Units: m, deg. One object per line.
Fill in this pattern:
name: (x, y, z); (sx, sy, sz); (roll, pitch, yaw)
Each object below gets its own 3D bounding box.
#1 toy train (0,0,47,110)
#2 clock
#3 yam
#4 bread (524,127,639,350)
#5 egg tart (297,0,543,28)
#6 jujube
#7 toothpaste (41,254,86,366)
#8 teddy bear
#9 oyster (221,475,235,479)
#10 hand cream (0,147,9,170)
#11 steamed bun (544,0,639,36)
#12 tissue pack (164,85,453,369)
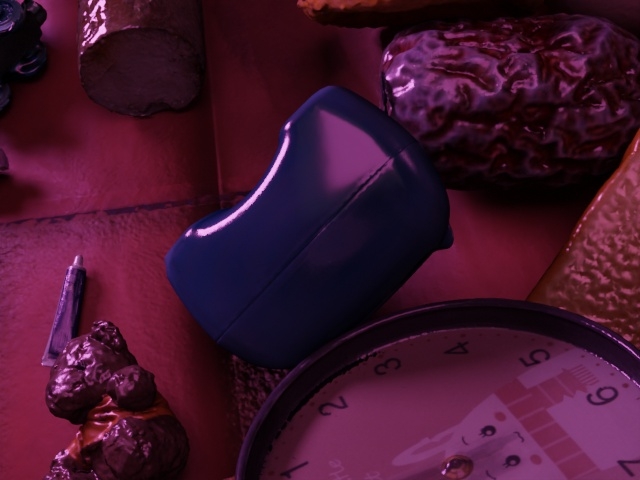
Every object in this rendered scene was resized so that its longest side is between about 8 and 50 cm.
toy train: (-0.459, -0.256, 1.089); (0.154, 0.107, 0.198); (25, 66, 21)
clock: (0.114, 0.189, 0.685); (0.386, 0.076, 0.386); (-11, 32, 7)
yam: (-0.239, -0.329, 1.094); (0.168, 0.168, 0.304); (-7, 65, -3)
bread: (0.321, 0.099, 0.831); (0.233, 0.245, 0.362); (34, 64, 15)
egg tart: (0.128, -0.335, 1.022); (0.319, 0.319, 0.128); (-3, 98, -1)
jujube: (0.220, -0.163, 0.973); (0.317, 0.226, 0.226); (-2, 63, -5)
toothpaste: (-0.293, 0.081, 0.960); (0.037, 0.021, 0.140); (3, 65, 1)
teddy bear: (-0.217, 0.182, 0.851); (0.140, 0.177, 0.190); (1, 51, -52)
oyster: (-0.167, 0.344, 0.778); (0.166, 0.110, 0.341); (33, 70, 21)
hand cream: (-0.460, -0.080, 1.031); (0.142, 0.053, 0.084); (-19, 65, 2)
steamed bun: (0.395, -0.390, 1.107); (0.283, 0.177, 0.283); (4, 63, -8)
tissue pack: (0.000, 0.000, 0.863); (0.206, 0.198, 0.287); (44, 100, 5)
